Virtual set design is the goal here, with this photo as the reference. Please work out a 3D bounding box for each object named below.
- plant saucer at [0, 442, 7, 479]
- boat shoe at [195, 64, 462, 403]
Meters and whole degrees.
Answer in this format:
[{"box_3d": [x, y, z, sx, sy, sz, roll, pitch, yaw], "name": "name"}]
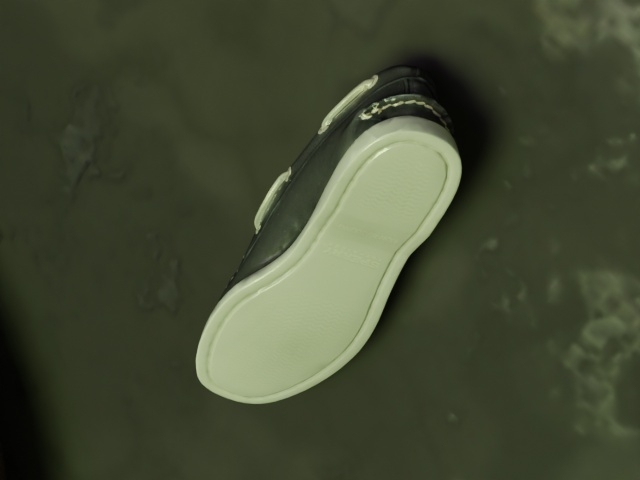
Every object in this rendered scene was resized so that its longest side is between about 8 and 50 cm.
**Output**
[{"box_3d": [-0.229, 0.082, 0.726, 0.311, 0.050, 0.310, 11, 111, 31], "name": "plant saucer"}, {"box_3d": [0.000, 0.000, 0.555, 0.046, 0.038, 0.125, 17, 130, -18], "name": "boat shoe"}]
